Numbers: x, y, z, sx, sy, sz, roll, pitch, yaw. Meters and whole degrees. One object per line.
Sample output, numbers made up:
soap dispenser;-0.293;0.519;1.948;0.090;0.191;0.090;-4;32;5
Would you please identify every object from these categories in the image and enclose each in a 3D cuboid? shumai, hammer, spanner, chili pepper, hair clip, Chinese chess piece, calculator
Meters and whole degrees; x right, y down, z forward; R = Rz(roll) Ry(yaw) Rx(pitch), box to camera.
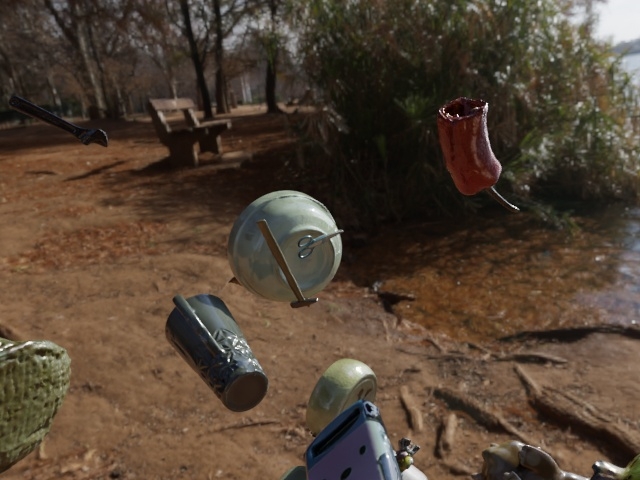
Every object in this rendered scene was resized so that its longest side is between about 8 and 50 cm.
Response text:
shumai;-0.769;0.331;1.301;0.289;0.291;0.330;4;26;27
hammer;-0.068;0.045;1.106;0.063;0.198;0.013;-13;25;30
spanner;-0.543;-0.247;1.207;0.209;0.046;0.012;25;11;-13
chili pepper;0.389;-0.189;1.484;0.131;0.338;0.135;-35;34;-14
hair clip;0.156;0.502;1.220;0.049;0.172;0.116;32;-20;-2
Chinese chess piece;0.059;0.430;1.535;0.092;0.237;0.238;23;29;30
calculator;0.048;0.369;0.904;0.173;0.051;0.293;-46;18;10

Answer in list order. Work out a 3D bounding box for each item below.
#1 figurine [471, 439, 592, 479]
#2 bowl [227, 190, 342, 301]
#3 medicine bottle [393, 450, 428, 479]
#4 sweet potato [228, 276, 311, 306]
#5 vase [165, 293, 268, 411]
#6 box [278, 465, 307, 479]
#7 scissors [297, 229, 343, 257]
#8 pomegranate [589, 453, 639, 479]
figurine;0.463;0.544;1.271;0.248;0.177;0.173;19;-24;2
bowl;-0.074;0.031;1.506;0.308;0.306;0.163;-14;21;-23
medicine bottle;0.214;0.686;1.565;0.273;0.165;0.165;36;29;14
sweet potato;-0.168;0.152;1.821;0.315;0.066;0.072;9;12;27
vase;-0.228;0.236;1.260;0.156;0.251;0.301;-37;39;-13
box;-0.044;0.723;1.500;0.226;0.226;0.149;2;25;34
scissors;0.000;0.000;1.278;0.119;0.058;0.014;-23;43;-26
pomegranate;0.563;0.444;0.918;0.271;0.254;0.254;28;32;31
